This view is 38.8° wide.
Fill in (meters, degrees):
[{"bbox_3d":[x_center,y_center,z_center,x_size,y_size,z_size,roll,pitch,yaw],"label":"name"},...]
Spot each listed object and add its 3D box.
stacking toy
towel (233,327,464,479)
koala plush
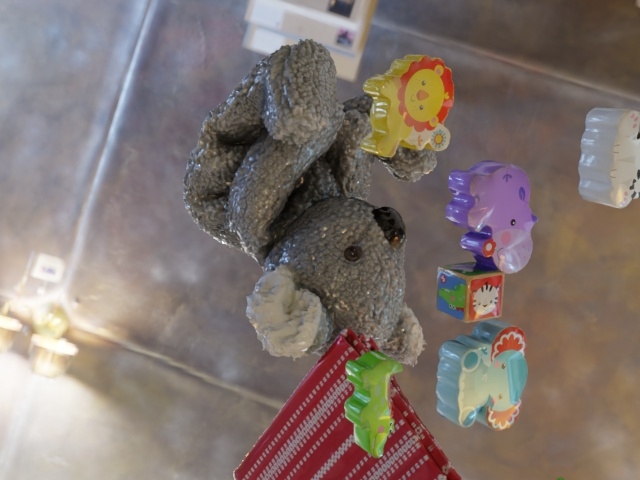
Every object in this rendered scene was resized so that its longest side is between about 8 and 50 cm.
[{"bbox_3d":[0.081,0.029,0.432,0.052,0.221,0.167,-5,-164,-31],"label":"stacking toy"},{"bbox_3d":[0.052,0.221,0.616,0.031,0.199,0.275,-8,-127,-45],"label":"towel"},{"bbox_3d":[0.000,0.000,0.727,0.196,0.203,0.221,12,-130,-51],"label":"koala plush"}]
